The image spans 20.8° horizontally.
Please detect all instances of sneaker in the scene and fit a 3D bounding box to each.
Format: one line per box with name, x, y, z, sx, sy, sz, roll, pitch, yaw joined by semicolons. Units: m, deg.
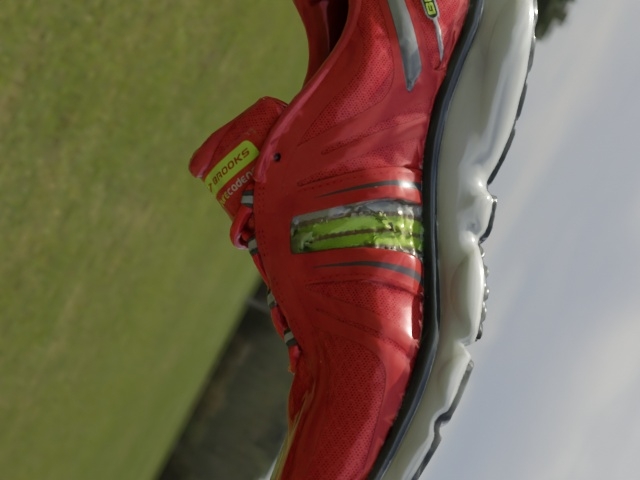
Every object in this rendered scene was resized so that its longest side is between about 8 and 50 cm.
sneaker;0.000;0.000;0.695;0.107;0.118;0.279;136;-31;-65
